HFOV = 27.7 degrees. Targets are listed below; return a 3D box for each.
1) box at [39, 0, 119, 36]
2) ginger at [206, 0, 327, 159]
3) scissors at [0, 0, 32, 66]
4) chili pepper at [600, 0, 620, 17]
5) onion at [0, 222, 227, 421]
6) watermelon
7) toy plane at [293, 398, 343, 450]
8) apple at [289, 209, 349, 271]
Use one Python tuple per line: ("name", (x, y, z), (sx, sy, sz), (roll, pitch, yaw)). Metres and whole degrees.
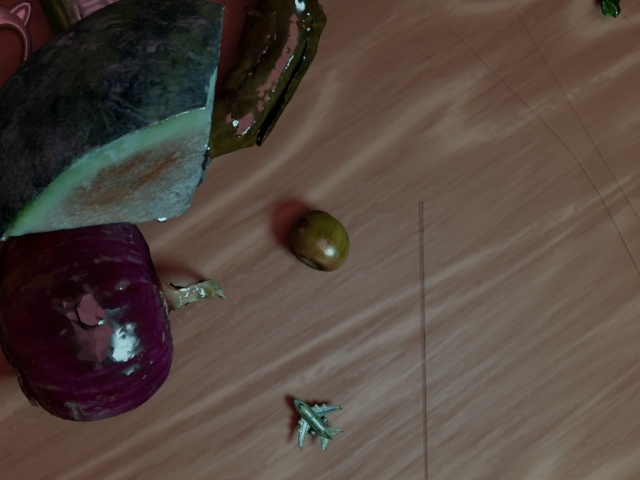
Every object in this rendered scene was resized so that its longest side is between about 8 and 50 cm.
("box", (-0.318, -0.386, 1.607), (0.134, 0.097, 0.345), (-24, 101, -10))
("ginger", (-0.082, -0.227, 1.684), (0.133, 0.107, 0.309), (35, 88, -29))
("scissors", (-0.446, -0.157, 1.625), (0.160, 0.024, 0.317), (13, 91, -17))
("chili pepper", (0.469, -0.392, 1.866), (0.182, 0.050, 0.073), (-31, 109, -10))
("onion", (-0.285, 0.083, 1.590), (0.272, 0.230, 0.256), (-40, 104, -2))
("watermelon", (-0.235, -0.118, 1.552), (0.387, 0.228, 0.258), (-37, 143, 1))
("toy plane", (-0.010, 0.248, 1.783), (0.080, 0.033, 0.083), (-44, 98, -8))
("apple", (0.000, 0.000, 1.742), (0.084, 0.084, 0.071), (35, 76, -16))
